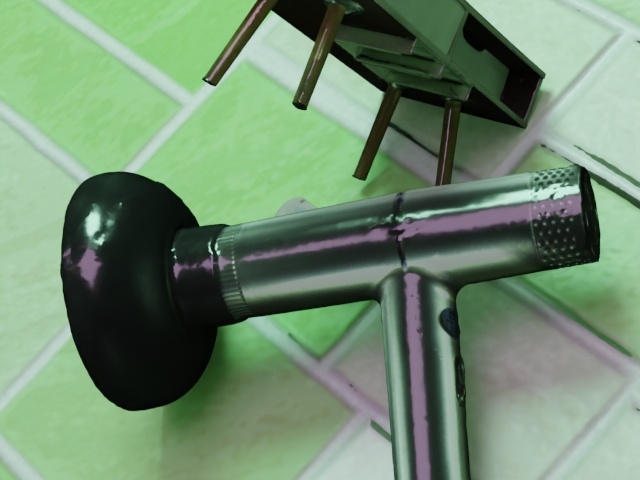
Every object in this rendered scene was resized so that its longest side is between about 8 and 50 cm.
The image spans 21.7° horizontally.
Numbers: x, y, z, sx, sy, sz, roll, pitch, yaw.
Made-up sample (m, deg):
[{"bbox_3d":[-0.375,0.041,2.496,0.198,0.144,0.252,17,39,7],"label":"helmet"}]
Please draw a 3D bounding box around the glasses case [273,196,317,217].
[{"bbox_3d":[0.000,0.000,1.115,0.032,0.021,0.083,-47,53,-3],"label":"glasses case"}]

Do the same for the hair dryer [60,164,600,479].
[{"bbox_3d":[-0.006,0.082,0.983,0.320,0.155,0.284,-2,56,23],"label":"hair dryer"}]

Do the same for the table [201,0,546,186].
[{"bbox_3d":[0.026,-0.109,1.043,0.122,0.240,0.111,17,83,35],"label":"table"}]
